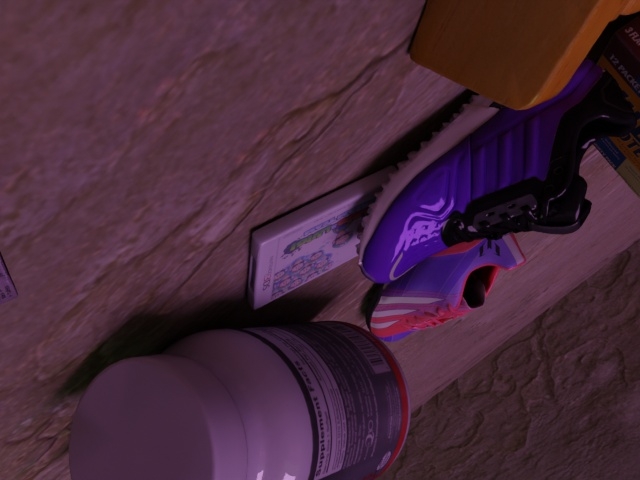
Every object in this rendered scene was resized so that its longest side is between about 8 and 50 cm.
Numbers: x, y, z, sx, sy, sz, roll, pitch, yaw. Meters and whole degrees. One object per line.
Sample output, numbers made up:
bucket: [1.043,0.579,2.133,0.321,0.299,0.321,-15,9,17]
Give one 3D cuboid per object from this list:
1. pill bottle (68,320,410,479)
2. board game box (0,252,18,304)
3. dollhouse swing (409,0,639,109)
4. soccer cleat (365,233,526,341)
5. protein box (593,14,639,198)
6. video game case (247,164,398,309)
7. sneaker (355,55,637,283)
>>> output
pill bottle: [-0.065,0.194,0.760,0.210,0.210,0.363,-44,157,21]
board game box: [-0.248,-0.030,0.253,0.208,0.056,0.346,-22,155,-21]
dollhouse swing: [0.314,-0.167,0.450,0.347,0.305,0.315,-26,156,-26]
soccer cleat: [0.153,0.068,0.946,0.109,0.116,0.318,-21,154,-33]
protein box: [0.403,-0.176,0.754,0.200,0.136,0.201,-35,166,-2]
video game case: [0.000,0.000,0.713,0.157,0.019,0.143,-27,157,-21]
sneaker: [0.166,-0.046,0.660,0.293,0.146,0.102,-46,159,8]
